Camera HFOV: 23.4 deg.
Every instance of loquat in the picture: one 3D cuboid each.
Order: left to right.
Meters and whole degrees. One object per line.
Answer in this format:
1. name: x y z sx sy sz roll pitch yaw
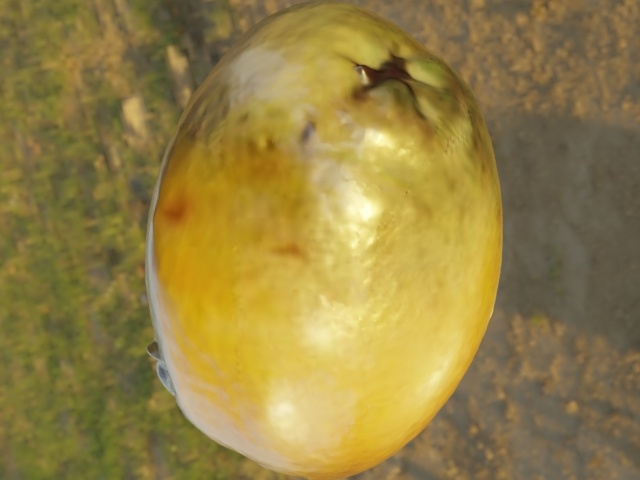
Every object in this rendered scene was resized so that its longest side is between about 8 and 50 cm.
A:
1. loquat: 0.000 0.000 0.738 0.179 0.179 0.228 33 119 55
